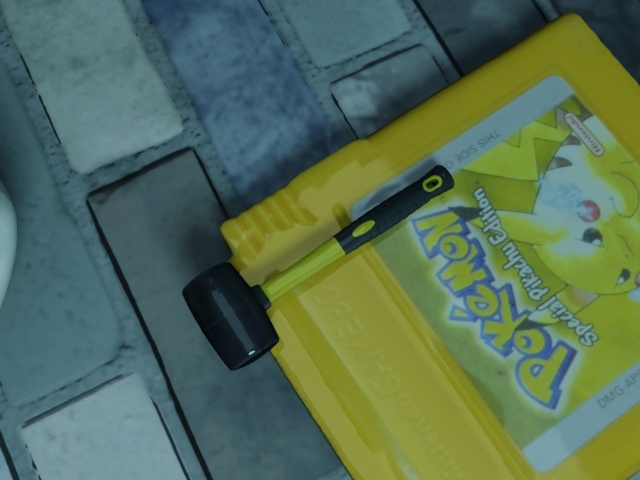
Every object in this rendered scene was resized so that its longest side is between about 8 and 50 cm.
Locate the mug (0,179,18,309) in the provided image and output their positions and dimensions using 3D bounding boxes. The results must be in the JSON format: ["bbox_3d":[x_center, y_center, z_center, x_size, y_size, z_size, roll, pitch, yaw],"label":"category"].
[{"bbox_3d":[-0.350,0.003,0.283,0.328,0.374,0.276,21,105,-5],"label":"mug"}]

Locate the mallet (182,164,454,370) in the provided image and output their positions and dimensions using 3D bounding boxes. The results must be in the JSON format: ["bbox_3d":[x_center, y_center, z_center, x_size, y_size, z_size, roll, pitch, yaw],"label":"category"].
[{"bbox_3d":[0.000,0.000,0.421,0.190,0.039,0.062,-40,83,-13],"label":"mallet"}]

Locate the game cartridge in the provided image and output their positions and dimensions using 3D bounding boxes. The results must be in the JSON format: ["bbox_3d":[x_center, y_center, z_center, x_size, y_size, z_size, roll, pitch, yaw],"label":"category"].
[{"bbox_3d":[0.129,0.030,0.452,0.324,0.052,0.285,-33,79,-11],"label":"game cartridge"}]
